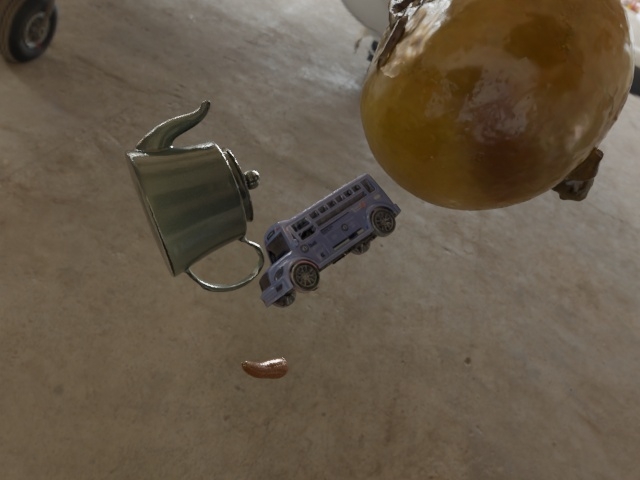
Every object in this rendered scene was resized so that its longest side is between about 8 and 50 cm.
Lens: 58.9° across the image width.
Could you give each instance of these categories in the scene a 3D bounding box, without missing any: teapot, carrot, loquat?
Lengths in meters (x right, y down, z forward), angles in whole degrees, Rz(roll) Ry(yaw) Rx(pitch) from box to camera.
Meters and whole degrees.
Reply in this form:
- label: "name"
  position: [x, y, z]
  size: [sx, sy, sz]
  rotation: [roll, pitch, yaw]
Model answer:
- label: "teapot"
  position: [-0.142, -0.046, 0.712]
  size: [0.149, 0.239, 0.162]
  rotation: [-22, 16, -19]
- label: "carrot"
  position: [-0.087, 0.205, 0.905]
  size: [0.035, 0.035, 0.142]
  rotation: [48, 11, 26]
- label: "loquat"
  position: [0.227, -0.179, 0.710]
  size: [0.359, 0.328, 0.328]
  rotation: [40, 32, -16]

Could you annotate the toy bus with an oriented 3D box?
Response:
- label: "toy bus"
  position: [0.000, 0.000, 0.581]
  size: [0.167, 0.073, 0.076]
  rotation: [-33, 86, -31]
